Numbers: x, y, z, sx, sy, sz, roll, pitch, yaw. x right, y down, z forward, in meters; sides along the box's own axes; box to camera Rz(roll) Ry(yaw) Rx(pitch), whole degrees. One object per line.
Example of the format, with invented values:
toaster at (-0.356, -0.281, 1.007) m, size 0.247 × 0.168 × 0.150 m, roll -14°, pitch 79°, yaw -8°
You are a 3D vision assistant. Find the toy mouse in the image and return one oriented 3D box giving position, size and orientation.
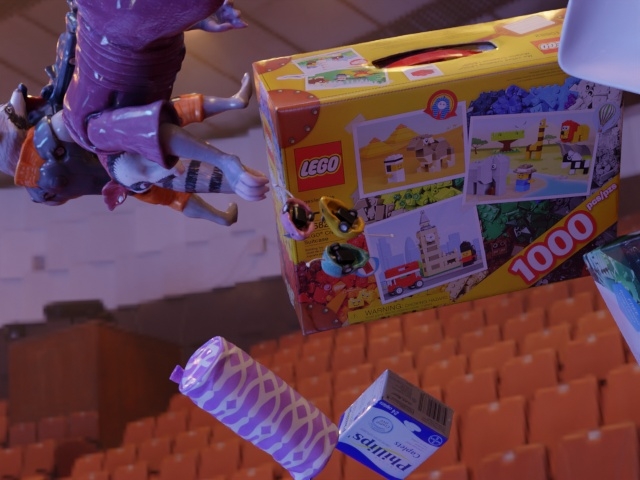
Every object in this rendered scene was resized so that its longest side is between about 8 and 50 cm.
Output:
toy mouse at (0.000, 0.000, 1.279) m, size 0.161 × 0.143 × 0.031 m, roll 33°, pitch -53°, yaw -7°

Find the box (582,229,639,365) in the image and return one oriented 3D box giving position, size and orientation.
box at (0.362, 0.090, 1.025) m, size 0.058 × 0.232 × 0.322 m, roll -27°, pitch -5°, yaw -7°

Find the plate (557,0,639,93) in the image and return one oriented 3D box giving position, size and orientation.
plate at (0.332, -0.220, 0.799) m, size 0.277 × 0.045 × 0.278 m, roll 19°, pitch -57°, yaw 20°

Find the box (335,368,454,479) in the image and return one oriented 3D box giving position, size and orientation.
box at (0.110, 0.284, 1.678) m, size 0.126 × 0.072 × 0.137 m, roll 32°, pitch -54°, yaw -10°

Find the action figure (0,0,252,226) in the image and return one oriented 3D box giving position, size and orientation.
action figure at (-0.242, -0.139, 1.325) m, size 0.330 × 0.178 × 0.341 m, roll -1°, pitch -48°, yaw -18°

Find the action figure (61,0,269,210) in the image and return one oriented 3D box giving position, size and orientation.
action figure at (-0.177, -0.180, 0.994) m, size 0.275 × 0.248 × 0.370 m, roll 5°, pitch -56°, yaw -20°

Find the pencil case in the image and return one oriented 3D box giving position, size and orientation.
pencil case at (-0.071, 0.200, 1.303) m, size 0.206 × 0.086 × 0.088 m, roll 42°, pitch -38°, yaw -16°

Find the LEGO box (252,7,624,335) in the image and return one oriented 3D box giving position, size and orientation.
LEGO box at (0.177, -0.106, 1.647) m, size 0.500 × 0.193 × 0.372 m, roll -12°, pitch -59°, yaw -9°
